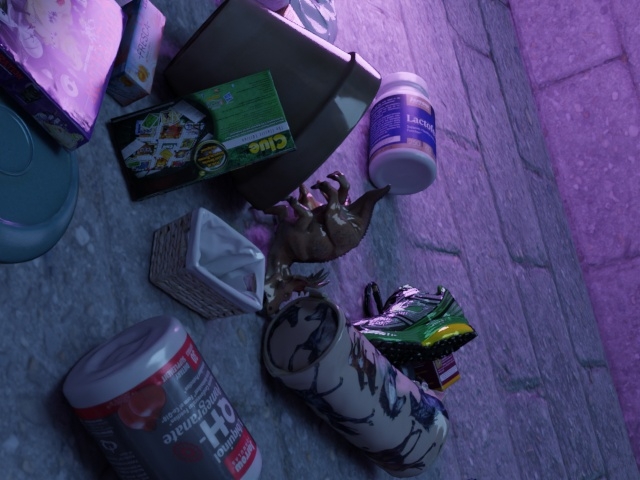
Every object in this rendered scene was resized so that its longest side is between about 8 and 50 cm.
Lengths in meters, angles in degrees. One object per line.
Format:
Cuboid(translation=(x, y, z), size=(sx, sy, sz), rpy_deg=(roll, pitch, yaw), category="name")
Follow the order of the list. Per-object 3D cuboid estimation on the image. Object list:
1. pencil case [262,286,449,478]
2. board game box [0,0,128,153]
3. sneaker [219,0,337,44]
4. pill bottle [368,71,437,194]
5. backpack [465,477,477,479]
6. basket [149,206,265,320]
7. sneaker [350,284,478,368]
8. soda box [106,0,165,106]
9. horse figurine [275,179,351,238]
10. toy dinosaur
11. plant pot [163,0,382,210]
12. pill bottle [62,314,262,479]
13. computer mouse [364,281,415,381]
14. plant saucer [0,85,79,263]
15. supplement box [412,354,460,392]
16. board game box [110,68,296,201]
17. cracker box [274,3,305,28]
Cuboid(translation=(0.070, 0.256, 1.861), size=(0.410, 0.160, 0.183), rpy_deg=(46, 54, -37), category="pencil case")
Cuboid(translation=(-0.383, -0.304, 1.503), size=(0.208, 0.056, 0.347), rpy_deg=(54, 23, -35), category="board game box")
Cuboid(translation=(-0.081, -0.477, 2.098), size=(0.366, 0.137, 0.210), rpy_deg=(57, 30, -32), category="sneaker")
Cuboid(translation=(0.187, -0.248, 2.390), size=(0.153, 0.153, 0.265), rpy_deg=(41, 39, -42), category="pill bottle")
Cuboid(translation=(0.268, 0.557, 2.021), size=(0.188, 0.144, 0.166), rpy_deg=(28, 47, -82), category="backpack")
Cuboid(translation=(-0.176, 0.043, 1.634), size=(0.167, 0.103, 0.113), rpy_deg=(39, 42, -43), category="basket")
Cuboid(translation=(0.146, 0.170, 2.054), size=(0.343, 0.134, 0.146), rpy_deg=(-5, 59, -42), category="sneaker")
Cuboid(translation=(-0.301, -0.306, 1.683), size=(0.063, 0.058, 0.183), rpy_deg=(43, 38, -40), category="soda box")
Cuboid(translation=(0.001, -0.059, 2.044), size=(0.263, 0.066, 0.174), rpy_deg=(23, 48, -50), category="horse figurine")
Cuboid(translation=(0.000, 0.000, 1.850), size=(0.127, 0.295, 0.200), rpy_deg=(-120, -173, -82), category="toy dinosaur")
Cuboid(translation=(-0.104, -0.258, 1.785), size=(0.280, 0.323, 0.323), rpy_deg=(41, 37, -16), category="plant pot")
Cuboid(translation=(-0.187, 0.274, 1.394), size=(0.318, 0.176, 0.176), rpy_deg=(61, 30, -16), category="pill bottle")
Cuboid(translation=(0.145, 0.198, 2.143), size=(0.071, 0.041, 0.242), rpy_deg=(-19, 88, -47), category="computer mouse")
Cuboid(translation=(-0.427, -0.127, 1.375), size=(0.317, 0.043, 0.317), rpy_deg=(39, 41, -44), category="plant saucer")
Cuboid(translation=(0.215, 0.226, 2.215), size=(0.104, 0.081, 0.188), rpy_deg=(-18, 88, -61), category="supplement box")
Cuboid(translation=(-0.181, -0.164, 1.628), size=(0.030, 0.259, 0.136), rpy_deg=(126, -54, -83), category="board game box")
Cuboid(translation=(-0.068, -0.310, 1.985), size=(0.232, 0.155, 0.067), rpy_deg=(55, 32, -26), category="cracker box")
